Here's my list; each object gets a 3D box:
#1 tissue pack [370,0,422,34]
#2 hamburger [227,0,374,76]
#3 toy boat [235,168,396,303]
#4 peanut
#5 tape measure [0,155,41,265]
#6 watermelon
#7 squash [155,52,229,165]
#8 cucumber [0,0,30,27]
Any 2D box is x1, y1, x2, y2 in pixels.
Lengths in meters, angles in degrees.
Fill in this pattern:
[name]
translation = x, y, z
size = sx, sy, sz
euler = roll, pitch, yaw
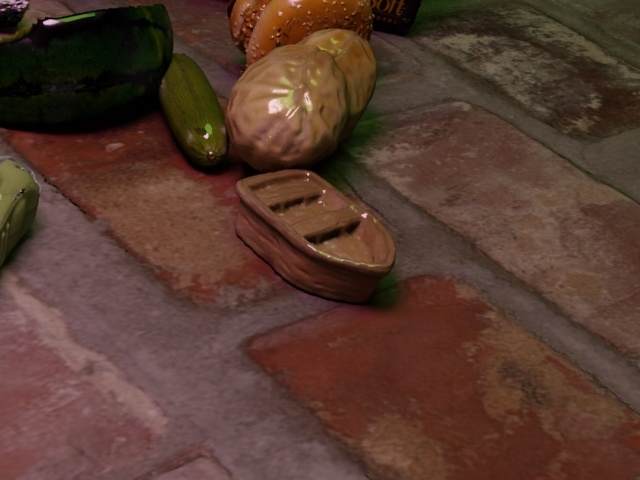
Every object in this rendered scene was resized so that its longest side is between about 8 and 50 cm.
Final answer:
[tissue pack]
translation = -0.009, -0.463, 1.958
size = 0.370, 0.210, 0.198
euler = 11, 27, -19
[hamburger]
translation = -0.015, -0.274, 1.717
size = 0.191, 0.182, 0.118
euler = -1, 50, -39
[toy boat]
translation = 0.000, 0.000, 1.394
size = 0.116, 0.061, 0.188
euler = -15, 43, -43
[peanut]
translation = -0.015, -0.165, 1.557
size = 0.147, 0.147, 0.305
euler = 24, 21, 12
[tape measure]
translation = -0.347, -0.033, 1.261
size = 0.154, 0.087, 0.177
euler = 17, 29, 2
[watermelon]
translation = -0.292, -0.206, 1.526
size = 0.301, 0.123, 0.129
euler = -19, 21, -23
[squash]
translation = -0.159, -0.168, 1.581
size = 0.066, 0.066, 0.252
euler = 2, 33, -22
[cucumber]
translation = -0.471, -0.295, 1.646
size = 0.215, 0.058, 0.052
euler = 2, 40, -18
